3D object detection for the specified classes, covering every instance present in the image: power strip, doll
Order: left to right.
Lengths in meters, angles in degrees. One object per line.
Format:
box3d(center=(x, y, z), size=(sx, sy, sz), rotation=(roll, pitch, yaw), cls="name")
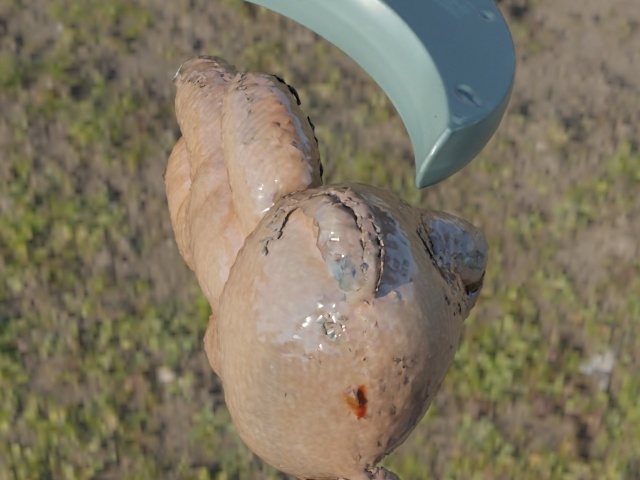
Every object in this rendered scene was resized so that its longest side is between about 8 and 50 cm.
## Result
box3d(center=(0.000, 0.000, 1.075), size=(0.156, 0.201, 0.303), rotation=(-8, 36, -14), cls="doll")
box3d(center=(0.008, -0.120, 0.977), size=(0.216, 0.044, 0.137), rotation=(39, 43, 14), cls="power strip")
